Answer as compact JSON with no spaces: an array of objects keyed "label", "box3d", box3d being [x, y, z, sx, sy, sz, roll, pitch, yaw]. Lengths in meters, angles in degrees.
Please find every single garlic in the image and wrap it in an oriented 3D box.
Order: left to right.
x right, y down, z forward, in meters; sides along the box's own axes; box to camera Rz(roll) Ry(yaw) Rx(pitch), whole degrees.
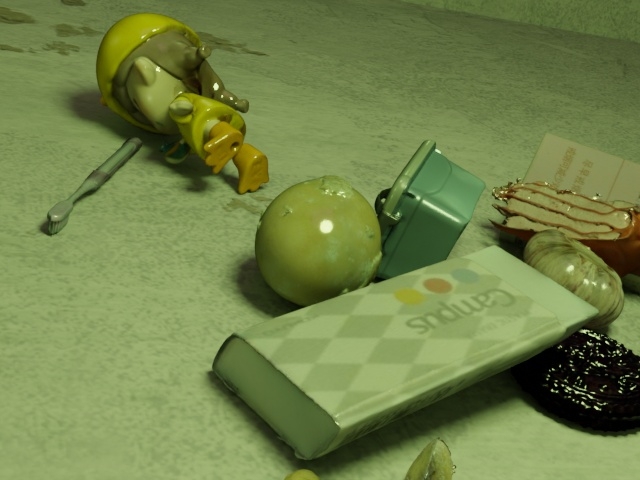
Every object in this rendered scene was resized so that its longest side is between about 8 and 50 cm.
[{"label":"garlic","box3d":[0.344,0.059,1.428,0.147,0.102,0.159,4,35,-53]}]

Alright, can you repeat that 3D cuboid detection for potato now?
[{"label":"potato","box3d":[0.103,0.241,1.005,0.037,0.036,0.093,46,41,-16]}]

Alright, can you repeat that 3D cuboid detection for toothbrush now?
[{"label":"toothbrush","box3d":[-0.315,-0.084,1.460,0.024,0.029,0.354,18,23,1]}]

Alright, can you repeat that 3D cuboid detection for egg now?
[{"label":"egg","box3d":[-0.001,0.003,1.292,0.164,0.164,0.201,17,21,5]}]

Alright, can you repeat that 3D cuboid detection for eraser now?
[{"label":"eraser","box3d":[0.101,0.110,1.147,0.396,0.082,0.213,-16,37,-35]}]

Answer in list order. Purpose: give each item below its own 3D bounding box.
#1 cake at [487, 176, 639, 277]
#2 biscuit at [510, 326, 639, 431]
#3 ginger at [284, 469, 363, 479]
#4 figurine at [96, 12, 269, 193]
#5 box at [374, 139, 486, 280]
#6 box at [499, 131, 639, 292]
[{"label":"cake","box3d":[0.378,-0.029,1.526,0.287,0.098,0.135,21,-16,24]},{"label":"biscuit","box3d":[0.320,0.162,1.254,0.194,0.053,0.194,12,26,-6]},{"label":"ginger","box3d":[-0.010,0.279,0.820,0.118,0.065,0.299,6,22,13]},{"label":"figurine","box3d":[-0.214,-0.213,1.608,0.187,0.215,0.344,-38,58,-11]},{"label":"box","box3d":[0.137,-0.032,1.442,0.130,0.162,0.227,29,27,6]},{"label":"box","box3d":[0.486,-0.025,1.608,0.365,0.051,0.205,22,62,17]}]
